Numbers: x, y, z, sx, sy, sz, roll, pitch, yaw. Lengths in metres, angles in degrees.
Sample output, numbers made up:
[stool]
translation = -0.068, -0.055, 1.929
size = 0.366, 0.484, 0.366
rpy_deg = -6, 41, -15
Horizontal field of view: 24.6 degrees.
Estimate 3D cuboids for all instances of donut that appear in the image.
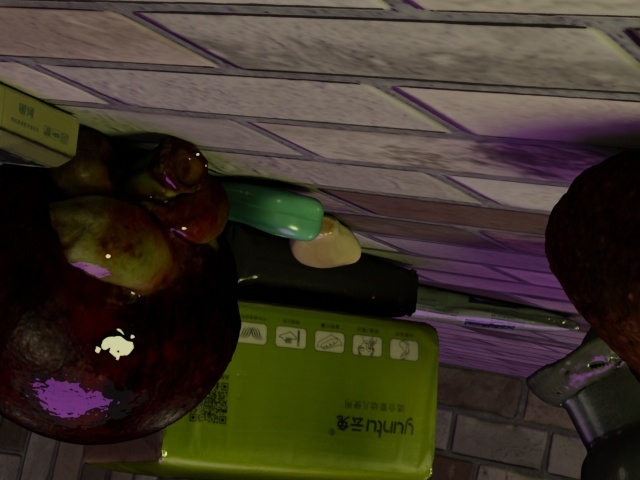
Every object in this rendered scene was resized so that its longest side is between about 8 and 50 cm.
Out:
[donut]
translation = 0.193, 0.022, 0.662
size = 0.126, 0.144, 0.186
rpy_deg = 37, -169, -23

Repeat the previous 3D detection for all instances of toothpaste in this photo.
[toothpaste]
translation = 0.168, 0.077, 1.622
size = 0.233, 0.038, 0.060
rpy_deg = 9, 177, 3

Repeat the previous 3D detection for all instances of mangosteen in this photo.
[mangosteen]
translation = -0.154, 0.019, 1.049
size = 0.228, 0.228, 0.265
rpy_deg = 15, 132, -23

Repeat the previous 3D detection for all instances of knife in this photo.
[knife]
translation = -0.087, -0.035, 1.157
size = 0.063, 0.035, 0.260
rpy_deg = 11, -178, -40

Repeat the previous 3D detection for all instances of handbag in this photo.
[handbag]
translation = -0.052, 0.034, 1.476
size = 0.223, 0.080, 0.247
rpy_deg = 10, 172, -32

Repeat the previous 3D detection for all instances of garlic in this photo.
[garlic]
translation = 0.001, -0.001, 1.225
size = 0.053, 0.041, 0.083
rpy_deg = 5, 165, 15

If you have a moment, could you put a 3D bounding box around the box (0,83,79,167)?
[box]
translation = -0.304, -0.099, 0.895
size = 0.210, 0.045, 0.270
rpy_deg = 7, 172, 27

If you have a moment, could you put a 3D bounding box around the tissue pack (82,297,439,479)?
[tissue pack]
translation = -0.056, 0.146, 1.385
size = 0.274, 0.167, 0.200
rpy_deg = 10, 169, -27

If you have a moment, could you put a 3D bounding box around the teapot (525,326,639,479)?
[teapot]
translation = 0.264, 0.141, 1.016
size = 0.223, 0.285, 0.305
rpy_deg = -28, 165, 3
